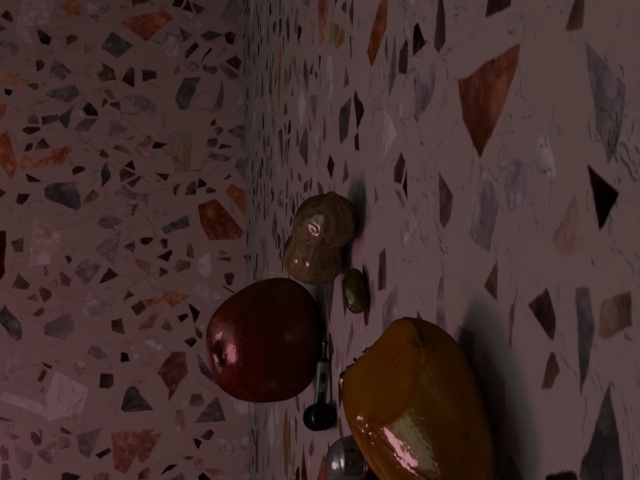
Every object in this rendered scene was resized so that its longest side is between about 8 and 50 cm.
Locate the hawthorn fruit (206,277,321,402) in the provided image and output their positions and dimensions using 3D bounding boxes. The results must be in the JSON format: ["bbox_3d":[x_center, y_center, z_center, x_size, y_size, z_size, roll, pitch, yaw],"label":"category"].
[{"bbox_3d":[-0.119,0.229,2.077,0.284,0.284,0.284,180,90,-80],"label":"hawthorn fruit"}]

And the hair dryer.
[{"bbox_3d":[0.002,0.302,1.950,0.100,0.057,0.198,130,144,-72],"label":"hair dryer"}]

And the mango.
[{"bbox_3d":[0.122,0.216,1.050,0.187,0.138,0.257,-63,26,27],"label":"mango"}]

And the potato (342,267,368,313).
[{"bbox_3d":[0.060,0.086,1.633,0.046,0.045,0.092,48,-151,-46],"label":"potato"}]

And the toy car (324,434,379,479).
[{"bbox_3d":[0.062,0.345,1.426,0.139,0.112,0.112,109,158,-59],"label":"toy car"}]

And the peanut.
[{"bbox_3d":[0.000,0.000,1.772,0.136,0.120,0.298,61,158,19],"label":"peanut"}]
